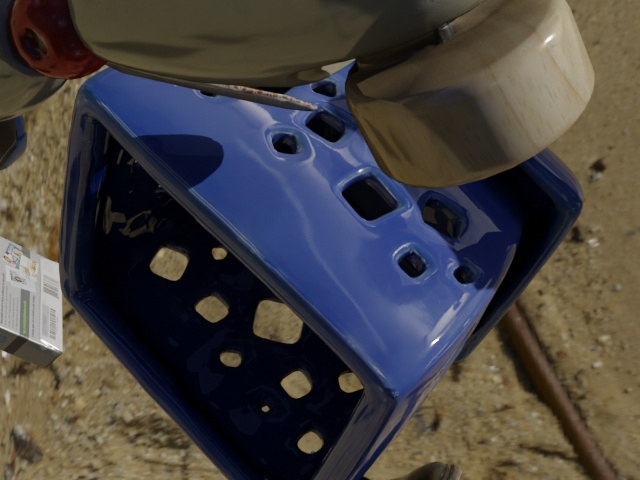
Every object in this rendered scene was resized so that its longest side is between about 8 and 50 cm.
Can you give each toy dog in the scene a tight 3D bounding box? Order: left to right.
[{"bbox_3d":[-0.033,-0.127,0.473,0.333,0.220,0.161,18,46,30],"label":"toy dog"}]

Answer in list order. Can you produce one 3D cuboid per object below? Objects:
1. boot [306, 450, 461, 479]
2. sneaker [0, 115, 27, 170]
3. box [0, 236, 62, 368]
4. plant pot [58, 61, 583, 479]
[{"bbox_3d":[0.012,0.211,0.918,0.106,0.219,0.082,40,40,-4],"label":"boot"},{"bbox_3d":[-0.315,-0.120,0.969,0.081,0.232,0.090,24,61,19],"label":"sneaker"},{"bbox_3d":[-0.377,0.049,1.318,0.186,0.038,0.145,31,30,-36],"label":"box"},{"bbox_3d":[0.000,0.000,0.700,0.212,0.236,0.236,-37,74,-29],"label":"plant pot"}]
